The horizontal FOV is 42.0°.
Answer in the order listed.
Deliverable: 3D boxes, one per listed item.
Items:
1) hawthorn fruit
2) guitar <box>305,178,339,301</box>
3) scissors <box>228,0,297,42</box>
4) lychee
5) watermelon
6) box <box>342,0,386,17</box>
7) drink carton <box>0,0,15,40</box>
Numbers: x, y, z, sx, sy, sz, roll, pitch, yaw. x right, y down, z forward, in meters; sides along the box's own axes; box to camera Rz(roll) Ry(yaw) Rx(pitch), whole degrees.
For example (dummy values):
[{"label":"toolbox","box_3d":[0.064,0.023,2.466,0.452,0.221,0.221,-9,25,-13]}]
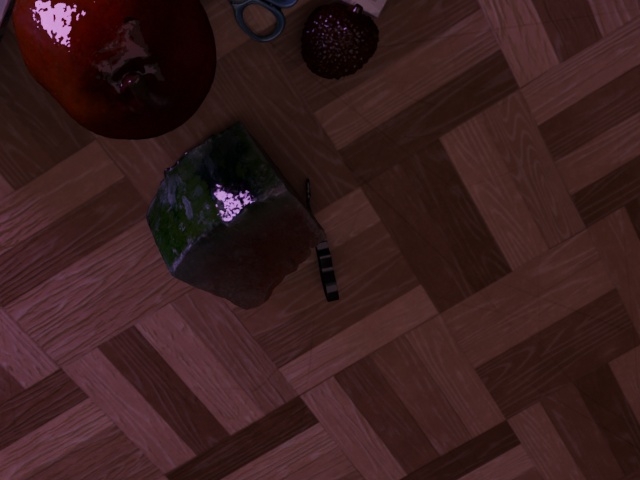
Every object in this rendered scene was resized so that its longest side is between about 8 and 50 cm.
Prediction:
[{"label":"hawthorn fruit","box_3d":[-0.283,-0.283,1.213,0.311,0.295,0.295,45,106,19]},{"label":"guitar","box_3d":[0.000,0.000,1.522,0.025,0.088,0.234,-12,108,-3]},{"label":"scissors","box_3d":[-0.159,-0.410,1.306,0.256,0.030,0.125,21,112,-22]},{"label":"lychee","box_3d":[0.028,-0.321,1.339,0.123,0.123,0.129,20,140,-18]},{"label":"watermelon","box_3d":[-0.130,-0.021,1.426,0.264,0.151,0.302,-40,115,19]},{"label":"box","box_3d":[0.090,-0.466,1.324,0.109,0.029,0.198,21,112,-19]},{"label":"drink carton","box_3d":[-0.562,-0.286,1.255,0.130,0.107,0.315,24,110,-21]}]
